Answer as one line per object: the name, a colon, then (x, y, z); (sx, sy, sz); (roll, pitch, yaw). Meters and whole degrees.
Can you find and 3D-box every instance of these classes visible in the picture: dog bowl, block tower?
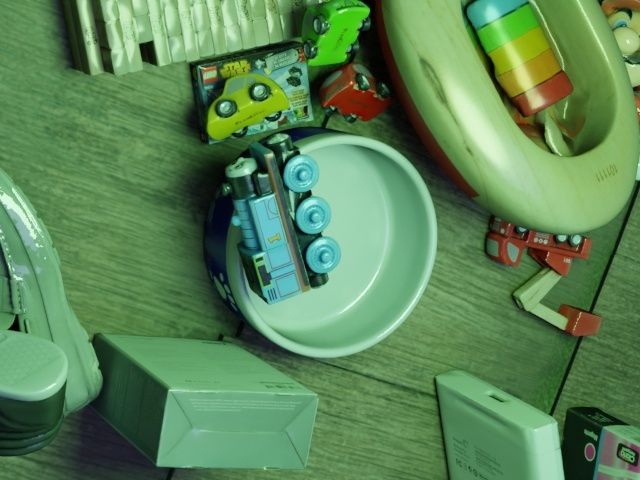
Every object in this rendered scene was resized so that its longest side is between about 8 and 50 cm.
dog bowl: (0.000, 0.000, 1.937); (0.265, 0.104, 0.265); (-6, 104, -26)
block tower: (-0.111, -0.259, 1.828); (0.335, 0.091, 0.097); (-16, 109, -23)

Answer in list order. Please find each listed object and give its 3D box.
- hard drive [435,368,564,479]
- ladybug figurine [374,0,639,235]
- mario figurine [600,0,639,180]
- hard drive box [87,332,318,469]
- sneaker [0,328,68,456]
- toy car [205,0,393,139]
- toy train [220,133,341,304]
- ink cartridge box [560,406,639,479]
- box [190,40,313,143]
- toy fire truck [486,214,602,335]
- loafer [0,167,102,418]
hard drive: (0.240, 0.359, 2.071); (0.047, 0.233, 0.353); (-17, 109, -23)
ladybug figurine: (0.200, -0.207, 1.913); (0.305, 0.162, 0.449); (-25, 91, -36)
mario figurine: (0.341, -0.185, 2.037); (0.198, 0.170, 0.320); (28, 89, -28)
hard drive box: (-0.137, 0.177, 1.834); (0.181, 0.232, 0.089); (6, 99, -28)
sneaker: (-0.398, 0.144, 1.722); (0.147, 0.296, 0.104); (92, 19, -47)
toy car: (-0.005, -0.203, 1.823); (0.239, 0.225, 0.053); (-10, 62, -26)
toy train: (-0.046, -0.023, 1.805); (0.105, 0.080, 0.184); (-21, 111, -16)
ink cartridge box: (0.370, 0.423, 2.186); (0.069, 0.176, 0.371); (1, 101, -28)
box: (-0.078, -0.172, 1.900); (0.137, 0.027, 0.094); (-15, 109, -24)
toy fire truck: (0.290, 0.046, 2.131); (0.192, 0.047, 0.135); (12, 97, -28)
loafer: (-0.335, 0.060, 1.773); (0.111, 0.112, 0.319); (-31, 115, -27)
